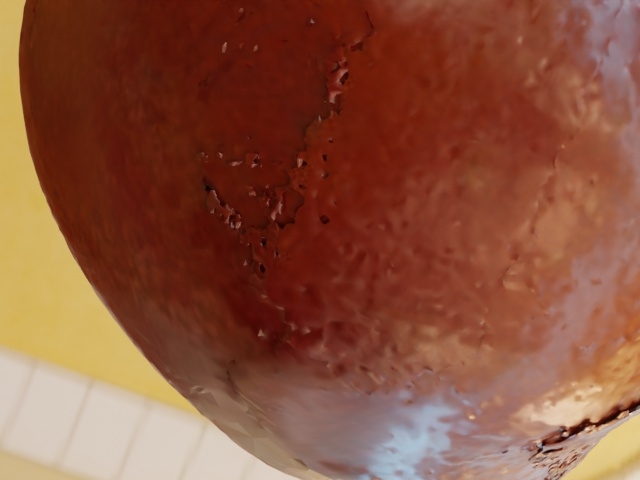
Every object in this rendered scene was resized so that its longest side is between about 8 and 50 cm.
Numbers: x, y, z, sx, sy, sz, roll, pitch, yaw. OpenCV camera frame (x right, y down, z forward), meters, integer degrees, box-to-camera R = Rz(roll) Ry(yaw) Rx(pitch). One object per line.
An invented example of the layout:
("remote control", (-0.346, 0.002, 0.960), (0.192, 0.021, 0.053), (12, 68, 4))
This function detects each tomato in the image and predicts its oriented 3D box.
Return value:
("tomato", (0.000, 0.000, 0.380), (0.099, 0.173, 0.189), (-60, -172, -23))
